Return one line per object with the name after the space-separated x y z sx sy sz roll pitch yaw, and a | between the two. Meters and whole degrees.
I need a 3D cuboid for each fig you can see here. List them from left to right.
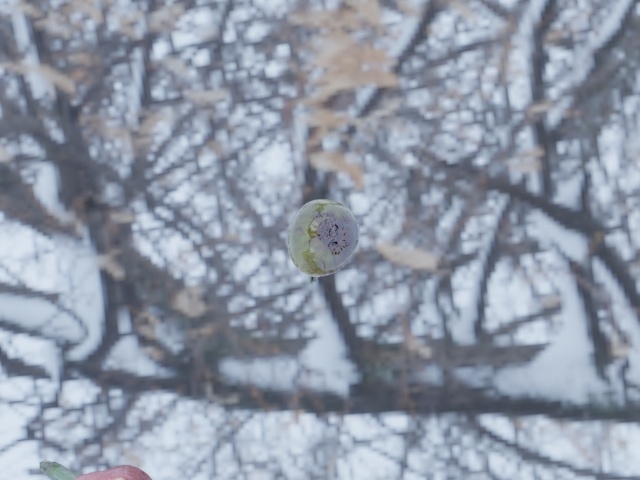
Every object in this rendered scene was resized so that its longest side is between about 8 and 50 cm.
0.000 0.000 1.762 0.098 0.082 0.084 136 126 -71 | fig

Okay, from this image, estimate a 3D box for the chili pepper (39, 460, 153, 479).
-0.161 0.228 1.061 0.368 0.137 0.092 -74 -6 -72 | chili pepper
